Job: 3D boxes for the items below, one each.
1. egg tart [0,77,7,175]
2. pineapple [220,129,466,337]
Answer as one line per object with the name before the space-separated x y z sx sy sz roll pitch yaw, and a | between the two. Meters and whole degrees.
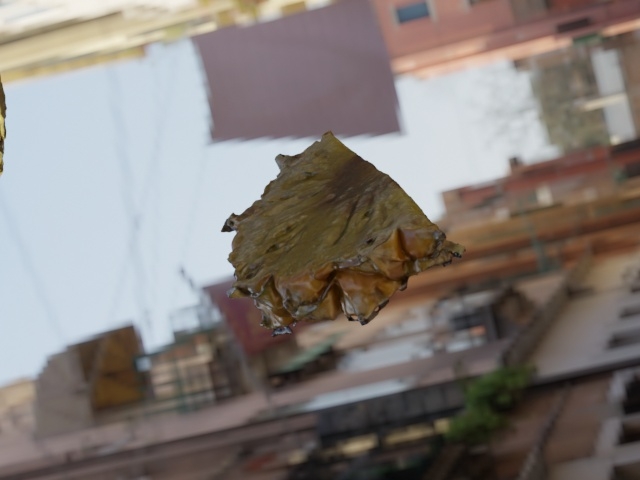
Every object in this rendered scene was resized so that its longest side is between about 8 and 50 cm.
egg tart | -0.364 -0.066 1.212 0.120 0.315 0.315 -99 -12 -50
pineapple | 0.000 0.000 0.392 0.019 0.045 0.083 52 -179 -21
